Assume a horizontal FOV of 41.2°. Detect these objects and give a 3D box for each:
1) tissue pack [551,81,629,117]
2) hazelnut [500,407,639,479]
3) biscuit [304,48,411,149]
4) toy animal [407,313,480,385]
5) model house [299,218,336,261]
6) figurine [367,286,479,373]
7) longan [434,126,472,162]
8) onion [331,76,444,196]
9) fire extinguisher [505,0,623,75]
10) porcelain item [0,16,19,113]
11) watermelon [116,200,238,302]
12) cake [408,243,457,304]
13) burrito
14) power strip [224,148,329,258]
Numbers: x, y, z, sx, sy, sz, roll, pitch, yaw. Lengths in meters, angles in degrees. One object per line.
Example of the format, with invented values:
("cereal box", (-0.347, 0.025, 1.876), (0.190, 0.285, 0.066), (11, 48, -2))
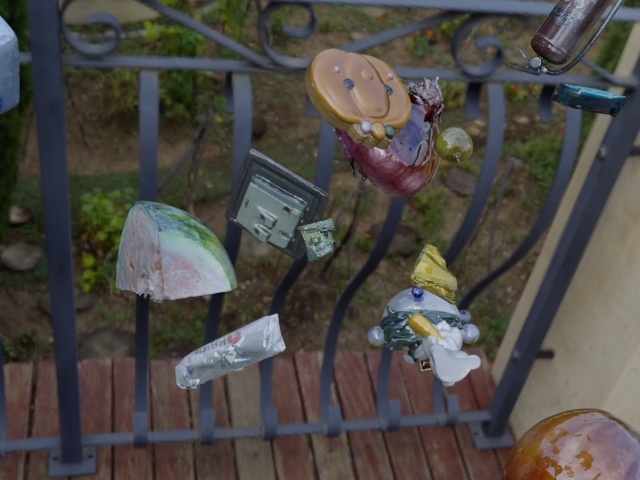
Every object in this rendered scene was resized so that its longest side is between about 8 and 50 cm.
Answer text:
("tissue pack", (0.538, -0.280, 1.707), (0.138, 0.085, 0.028), (11, 73, 3))
("hazelnut", (0.582, 0.554, 1.862), (0.372, 0.372, 0.315), (-6, 14, -19))
("biscuit", (0.062, -0.210, 1.229), (0.170, 0.050, 0.170), (17, 52, -23))
("toy animal", (0.220, 0.212, 1.653), (0.131, 0.127, 0.181), (12, 15, -10))
("model house", (0.000, 0.000, 1.871), (0.079, 0.083, 0.066), (-14, -2, 3))
("figurine", (0.248, 0.224, 2.080), (0.261, 0.382, 0.186), (-18, 71, 6))
("longan", (0.262, -0.183, 1.670), (0.075, 0.075, 0.083), (5, 45, -7))
("onion", (0.191, -0.285, 2.085), (0.347, 0.285, 0.347), (38, 32, -28))
("fire extinguisher", (0.244, -0.217, 0.798), (0.064, 0.158, 0.043), (43, 19, 28))
("porcelain item", (-0.562, -0.146, 1.034), (0.178, 0.242, 0.405), (34, 52, 7))
("watermelon", (-0.278, 0.036, 1.525), (0.224, 0.305, 0.180), (48, 69, -18))
("cake", (0.243, 0.066, 1.743), (0.116, 0.079, 0.185), (28, 8, 10))
("burrito", (-0.142, 0.180, 1.342), (0.203, 0.064, 0.064), (-26, 40, 15))
("power strip", (-0.132, -0.082, 2.291), (0.251, 0.257, 0.092), (34, 41, 10))
